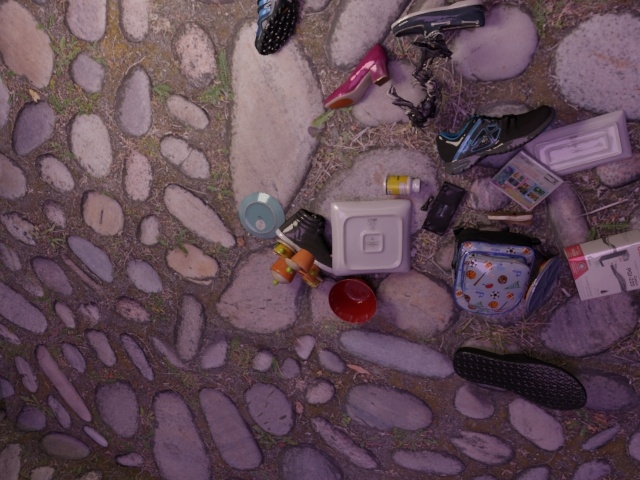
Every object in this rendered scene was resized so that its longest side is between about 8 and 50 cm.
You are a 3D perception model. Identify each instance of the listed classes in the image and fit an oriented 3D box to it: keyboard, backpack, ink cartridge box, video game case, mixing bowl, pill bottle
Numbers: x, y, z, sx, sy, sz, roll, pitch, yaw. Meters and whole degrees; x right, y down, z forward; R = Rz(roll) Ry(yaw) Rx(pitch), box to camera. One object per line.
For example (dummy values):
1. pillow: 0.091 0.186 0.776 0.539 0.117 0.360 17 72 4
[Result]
1. keyboard: 0.391 -0.108 1.616 0.108 0.023 0.180 22 118 1
2. backpack: 0.543 0.112 1.568 0.276 0.213 0.263 9 124 13
3. ink cartridge box: 0.885 0.077 1.495 0.218 0.092 0.158 -19 106 23
4. video game case: 0.623 -0.181 1.487 0.157 0.019 0.143 36 135 0
5. mixing bowl: 0.127 0.202 1.798 0.181 0.098 0.181 7 115 15
6. pill bottle: 0.267 -0.179 1.599 0.116 0.065 0.065 3 114 16

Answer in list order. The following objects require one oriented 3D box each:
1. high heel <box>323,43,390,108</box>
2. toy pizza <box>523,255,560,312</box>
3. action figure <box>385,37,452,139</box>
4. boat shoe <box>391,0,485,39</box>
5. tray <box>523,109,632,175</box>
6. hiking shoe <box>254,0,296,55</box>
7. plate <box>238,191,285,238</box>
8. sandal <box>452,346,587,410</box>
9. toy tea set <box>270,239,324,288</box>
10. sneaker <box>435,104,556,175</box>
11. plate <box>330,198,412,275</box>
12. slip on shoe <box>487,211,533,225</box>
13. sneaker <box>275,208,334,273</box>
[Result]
1. high heel: 0.102 -0.503 1.518 0.244 0.082 0.117 -22 73 40
2. toy pizza: 0.691 0.136 1.540 0.032 0.201 0.201 31 124 36
3. action figure: 0.285 -0.438 1.417 0.141 0.164 0.276 30 136 25
4. boat shoe: 0.329 -0.605 1.374 0.254 0.095 0.079 -9 99 12
5. tray: 0.743 -0.267 1.422 0.270 0.030 0.145 -14 107 23
6. hiking shoe: -0.141 -0.721 1.487 0.132 0.113 0.304 48 131 28
7. plate: -0.223 -0.088 1.826 0.188 0.024 0.188 7 115 15
8. sandal: 0.702 0.461 1.736 0.446 0.107 0.167 14 119 26
9. toy tea set: -0.102 0.108 1.725 0.200 0.336 0.124 32 76 15
10. sneaker: 0.502 -0.316 1.427 0.341 0.125 0.139 -25 99 24
11. plate: 0.176 -0.001 1.678 0.277 0.045 0.278 -2 112 1
12. slip on shoe: 0.600 -0.066 1.550 0.135 0.051 0.041 -1 111 10
13. sneaker: 0.000 0.000 1.748 0.296 0.104 0.147 36 101 -14
